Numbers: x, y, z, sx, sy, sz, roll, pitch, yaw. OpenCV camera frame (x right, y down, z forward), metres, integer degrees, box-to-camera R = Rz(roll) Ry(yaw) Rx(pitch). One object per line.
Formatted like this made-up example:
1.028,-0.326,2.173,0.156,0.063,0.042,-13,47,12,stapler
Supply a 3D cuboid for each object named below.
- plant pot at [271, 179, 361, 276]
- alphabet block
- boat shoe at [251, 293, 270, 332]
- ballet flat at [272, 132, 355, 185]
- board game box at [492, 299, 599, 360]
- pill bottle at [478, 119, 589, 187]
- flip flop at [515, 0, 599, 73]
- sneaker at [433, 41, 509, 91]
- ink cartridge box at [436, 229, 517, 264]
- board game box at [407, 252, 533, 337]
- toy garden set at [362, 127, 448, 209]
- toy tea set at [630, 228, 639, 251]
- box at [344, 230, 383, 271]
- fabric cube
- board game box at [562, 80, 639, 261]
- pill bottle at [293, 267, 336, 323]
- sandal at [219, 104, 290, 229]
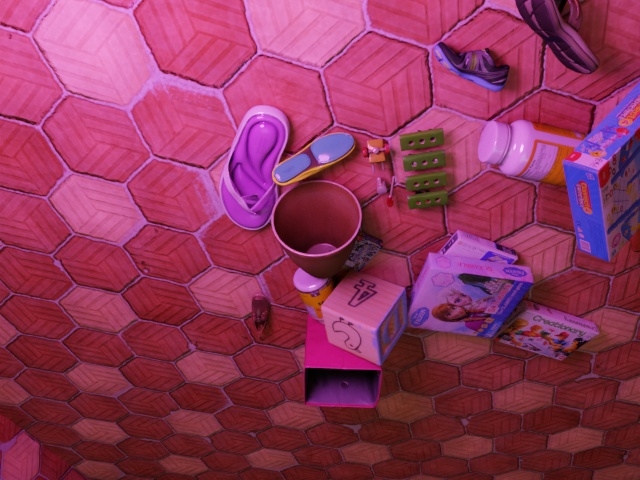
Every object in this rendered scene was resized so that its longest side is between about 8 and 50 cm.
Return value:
0.000,0.000,1.516,0.237,0.237,0.254,-2,149,5,plant pot
0.143,0.237,1.695,0.197,0.193,0.192,19,139,30,alphabet block
-0.208,0.255,1.875,0.064,0.060,0.178,3,135,0,boat shoe
-0.018,-0.206,1.387,0.231,0.077,0.077,-28,170,-2,ballet flat
0.783,0.318,1.895,0.305,0.053,0.193,18,133,-15,board game box
0.518,-0.216,1.312,0.245,0.136,0.136,11,135,-7,pill bottle
0.497,-0.454,1.108,0.277,0.112,0.080,35,101,-26,flip flop
0.335,-0.398,1.200,0.188,0.067,0.078,19,112,-14,sneaker
0.458,0.074,1.670,0.206,0.045,0.208,18,134,-15,ink cartridge box
0.450,0.182,1.707,0.317,0.066,0.319,8,138,-4,board game box
0.225,-0.186,1.423,0.203,0.049,0.244,-8,135,8,toy garden set
1.013,-0.032,1.495,0.336,0.124,0.200,3,173,-25,toy tea set
0.116,0.033,1.659,0.094,0.027,0.137,23,132,-18,box
0.074,0.399,1.868,0.259,0.258,0.254,2,134,1,fabric cube
0.719,-0.159,1.274,0.302,0.086,0.308,-44,131,-12,board game box
-0.003,0.177,1.746,0.117,0.117,0.215,-11,134,13,pill bottle
-0.185,-0.164,1.423,0.169,0.102,0.416,9,135,-6,sandal
